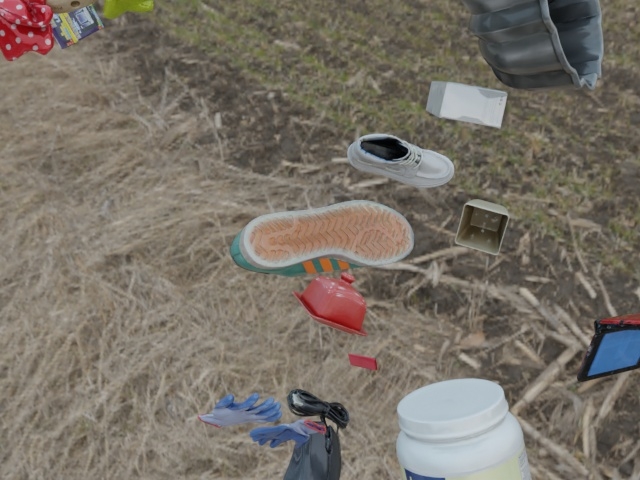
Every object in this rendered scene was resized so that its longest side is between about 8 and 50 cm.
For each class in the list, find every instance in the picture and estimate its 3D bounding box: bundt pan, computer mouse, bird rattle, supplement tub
[{"bbox_3d":[0.285,-0.354,0.982,0.124,0.331,0.331,-10,31,34],"label":"bundt pan"},{"bbox_3d":[-0.008,0.453,1.458,0.072,0.188,0.272,-10,59,43],"label":"computer mouse"},{"bbox_3d":[-0.382,-0.381,1.046,0.253,0.143,0.207,-26,64,-2],"label":"bird rattle"},{"bbox_3d":[0.273,0.447,1.326,0.235,0.325,0.235,-13,7,2],"label":"supplement tub"}]

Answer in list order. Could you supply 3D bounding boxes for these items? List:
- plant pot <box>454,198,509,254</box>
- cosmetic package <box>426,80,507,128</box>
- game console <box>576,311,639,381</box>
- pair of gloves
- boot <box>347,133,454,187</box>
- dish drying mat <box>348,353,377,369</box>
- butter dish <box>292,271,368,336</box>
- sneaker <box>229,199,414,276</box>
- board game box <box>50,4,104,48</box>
[{"bbox_3d":[0.401,-0.044,1.738,0.109,0.109,0.096,17,27,14],"label":"plant pot"},{"bbox_3d":[0.240,-0.234,1.200,0.098,0.060,0.239,8,13,1],"label":"cosmetic package"},{"bbox_3d":[0.419,0.135,0.910,0.144,0.085,0.124,-4,-3,-32],"label":"game console"},{"bbox_3d":[-0.089,0.290,1.131,0.159,0.198,0.023,-27,43,42],"label":"pair of gloves"},{"bbox_3d":[0.194,-0.182,1.627,0.258,0.095,0.123,8,-4,-6],"label":"boot"},{"bbox_3d":[0.102,0.291,1.707,0.083,0.032,0.008,3,22,45],"label":"dish drying mat"},{"bbox_3d":[0.039,0.127,1.600,0.160,0.118,0.160,23,9,-24],"label":"butter dish"},{"bbox_3d":[0.000,0.000,1.133,0.302,0.108,0.121,-2,-9,-26],"label":"sneaker"},{"bbox_3d":[-0.546,-0.508,1.506,0.048,0.170,0.141,-17,24,18],"label":"board game box"}]
